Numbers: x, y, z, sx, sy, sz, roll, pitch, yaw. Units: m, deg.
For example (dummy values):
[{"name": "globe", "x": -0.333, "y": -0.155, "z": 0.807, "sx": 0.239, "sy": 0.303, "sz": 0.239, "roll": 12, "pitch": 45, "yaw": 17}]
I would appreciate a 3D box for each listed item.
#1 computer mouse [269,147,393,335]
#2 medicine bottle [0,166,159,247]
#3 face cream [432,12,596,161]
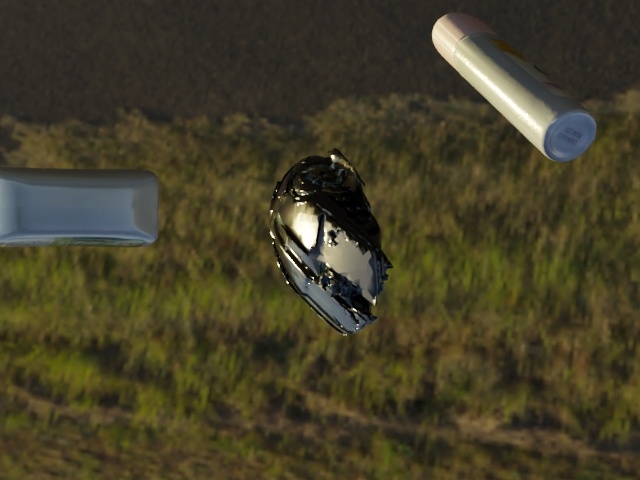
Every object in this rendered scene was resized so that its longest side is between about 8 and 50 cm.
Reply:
[{"name": "computer mouse", "x": 0.000, "y": 0.000, "z": 1.281, "sx": 0.077, "sy": 0.242, "sz": 0.146, "roll": -9, "pitch": 128, "yaw": -21}, {"name": "medicine bottle", "x": -0.232, "y": -0.028, "z": 1.059, "sx": 0.183, "sy": 0.069, "sz": 0.119, "roll": 2, "pitch": -179, "yaw": -20}, {"name": "face cream", "x": 0.188, "y": -0.153, "z": 1.236, "sx": 0.084, "sy": 0.198, "sz": 0.057, "roll": 19, "pitch": 115, "yaw": -44}]
